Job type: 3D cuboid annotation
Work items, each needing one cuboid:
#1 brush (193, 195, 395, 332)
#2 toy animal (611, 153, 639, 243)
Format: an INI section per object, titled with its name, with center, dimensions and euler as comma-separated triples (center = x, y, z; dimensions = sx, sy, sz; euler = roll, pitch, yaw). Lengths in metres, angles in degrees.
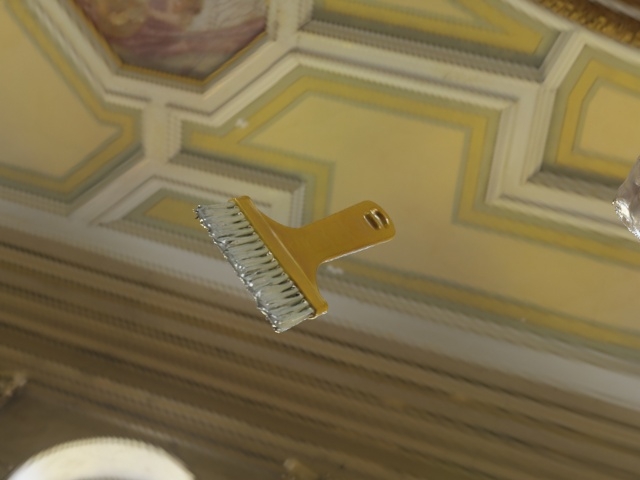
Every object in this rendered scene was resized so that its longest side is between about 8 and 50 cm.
[brush]
center = 0.000, 0.000, 0.877
dimensions = 0.013, 0.272, 0.103
euler = -39, -98, 25
[toy animal]
center = 0.360, -0.024, 0.627
dimensions = 0.359, 0.188, 0.226
euler = 9, -45, -11
